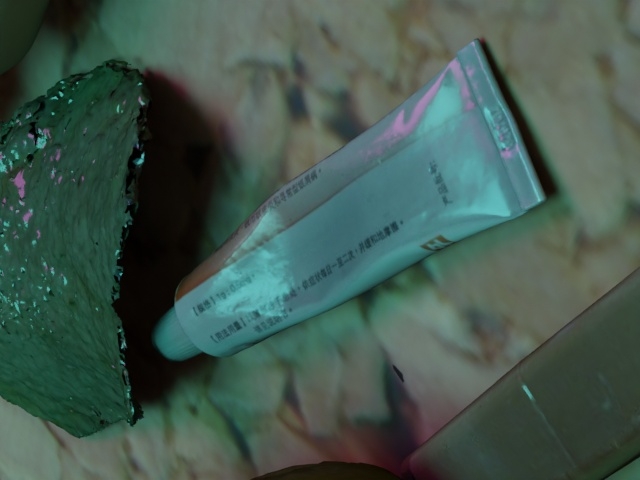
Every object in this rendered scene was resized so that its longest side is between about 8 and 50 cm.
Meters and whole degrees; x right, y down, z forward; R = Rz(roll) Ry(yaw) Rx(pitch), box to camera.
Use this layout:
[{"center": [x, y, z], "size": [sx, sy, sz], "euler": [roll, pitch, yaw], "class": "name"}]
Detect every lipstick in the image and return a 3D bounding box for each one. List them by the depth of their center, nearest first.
[{"center": [0.084, 0.052, 0.465], "size": [0.045, 0.045, 0.145], "euler": [59, 138, 16], "class": "lipstick"}]

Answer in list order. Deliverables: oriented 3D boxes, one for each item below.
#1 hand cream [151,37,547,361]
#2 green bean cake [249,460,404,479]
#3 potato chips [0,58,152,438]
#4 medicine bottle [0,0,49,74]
[{"center": [-0.002, -0.001, 0.556], "size": [0.052, 0.038, 0.216], "euler": [48, 135, -10], "class": "hand cream"}, {"center": [-0.022, 0.209, 0.536], "size": [0.233, 0.124, 0.236], "euler": [142, 114, -67], "class": "green bean cake"}, {"center": [-0.117, 0.022, 0.672], "size": [0.167, 0.059, 0.228], "euler": [38, 131, 38], "class": "potato chips"}, {"center": [-0.168, -0.126, 0.631], "size": [0.114, 0.114, 0.252], "euler": [53, 139, 21], "class": "medicine bottle"}]
